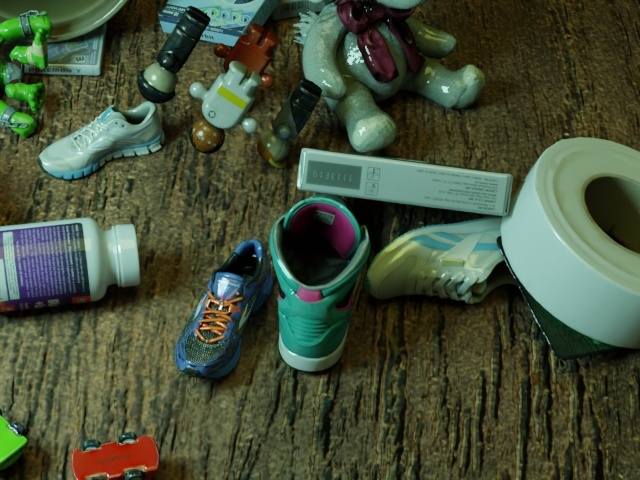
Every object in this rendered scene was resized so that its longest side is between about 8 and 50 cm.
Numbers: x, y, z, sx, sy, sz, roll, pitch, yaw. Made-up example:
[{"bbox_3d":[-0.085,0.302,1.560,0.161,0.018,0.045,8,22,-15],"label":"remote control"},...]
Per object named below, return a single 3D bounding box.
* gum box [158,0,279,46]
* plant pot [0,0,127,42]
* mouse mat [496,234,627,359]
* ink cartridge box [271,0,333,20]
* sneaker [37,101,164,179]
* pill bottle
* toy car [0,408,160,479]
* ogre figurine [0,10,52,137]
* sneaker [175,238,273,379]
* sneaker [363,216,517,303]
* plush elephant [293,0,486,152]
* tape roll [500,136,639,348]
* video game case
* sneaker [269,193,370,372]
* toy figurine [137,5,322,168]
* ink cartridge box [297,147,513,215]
[{"bbox_3d":[-0.147,-0.395,2.012,0.157,0.041,0.184,15,55,22],"label":"gum box"},{"bbox_3d":[-0.441,-0.507,1.944,0.323,0.323,0.280,-6,31,-11],"label":"plant pot"},{"bbox_3d":[0.321,0.065,1.617,0.152,0.007,0.190,-6,58,-32],"label":"mouse mat"},{"bbox_3d":[-0.044,-0.448,2.107,0.145,0.045,0.179,-15,52,-19],"label":"ink cartridge box"},{"bbox_3d":[-0.312,-0.151,1.769,0.190,0.083,0.071,-24,54,-24],"label":"sneaker"},{"bbox_3d":[-0.328,0.028,1.575,0.193,0.108,0.108,-6,47,-11],"label":"pill bottle"},{"bbox_3d":[-0.328,0.258,1.392,0.225,0.053,0.239,34,52,26],"label":"toy car"},{"bbox_3d":[-0.464,-0.247,1.838,0.118,0.097,0.197,2,88,3],"label":"ogre figurine"},{"bbox_3d":[-0.123,0.081,1.557,0.083,0.087,0.221,14,46,9],"label":"sneaker"},{"bbox_3d":[0.168,0.036,1.630,0.228,0.087,0.092,-14,51,-16],"label":"sneaker"},{"bbox_3d":[0.083,-0.338,1.856,0.272,0.255,0.330,-22,49,-31],"label":"plush elephant"},{"bbox_3d":[0.382,0.000,1.623,0.286,0.100,0.286,15,44,-15],"label":"tape roll"},{"bbox_3d":[-0.431,-0.332,1.972,0.183,0.023,0.201,1,46,-4],"label":"video game case"},{"bbox_3d":[0.000,0.000,1.582,0.123,0.178,0.295,6,44,0],"label":"sneaker"},{"bbox_3d":[-0.128,-0.208,1.764,0.213,0.148,0.209,4,40,-51],"label":"toy figurine"},{"bbox_3d":[0.107,-0.083,1.708,0.275,0.060,0.239,7,3,-1],"label":"ink cartridge box"}]
